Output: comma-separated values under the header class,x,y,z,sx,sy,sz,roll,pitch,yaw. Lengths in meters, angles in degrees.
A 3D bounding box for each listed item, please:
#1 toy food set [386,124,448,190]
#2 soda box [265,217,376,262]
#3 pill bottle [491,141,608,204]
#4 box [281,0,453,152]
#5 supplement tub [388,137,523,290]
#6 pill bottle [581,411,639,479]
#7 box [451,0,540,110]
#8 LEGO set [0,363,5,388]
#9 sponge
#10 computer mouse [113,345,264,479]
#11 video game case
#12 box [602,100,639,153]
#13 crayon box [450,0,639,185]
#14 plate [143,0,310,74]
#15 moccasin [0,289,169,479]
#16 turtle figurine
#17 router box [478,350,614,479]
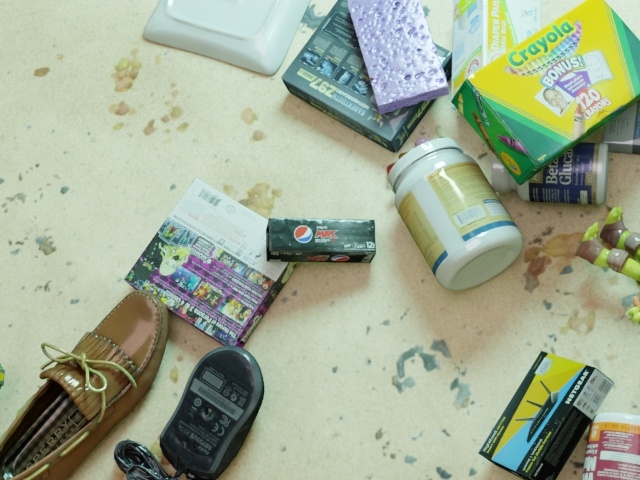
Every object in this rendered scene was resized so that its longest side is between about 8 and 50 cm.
class,x,y,z,sx,sy,sz,roll,pitch,yaw
toy food set,0.154,-0.130,1.893,0.122,0.019,0.078,-35,37,11
soda box,0.000,0.000,1.846,0.169,0.053,0.060,1,69,-8
pill bottle,0.350,-0.104,1.801,0.169,0.094,0.094,3,71,16
box,0.079,-0.277,1.956,0.233,0.059,0.183,31,80,22
supplement tub,0.201,-0.041,1.789,0.144,0.144,0.199,-29,66,3
pill bottle,0.411,0.353,1.600,0.121,0.121,0.221,7,72,17
box,0.277,-0.308,1.867,0.103,0.114,0.203,10,70,-19
LEGO set,-0.643,0.310,1.826,0.255,0.192,0.331,-1,73,34
sponge,0.123,-0.314,1.908,0.117,0.031,0.210,-17,67,6
computer mouse,-0.177,0.283,1.816,0.188,0.072,0.272,36,95,21
video game case,-0.169,0.038,1.912,0.232,0.042,0.210,29,78,22
box,0.536,-0.201,1.820,0.186,0.038,0.145,7,72,16
crayon box,0.352,-0.226,1.746,0.278,0.081,0.165,-35,80,-21
plate,-0.150,-0.450,2.089,0.278,0.045,0.277,19,76,20
moccasin,-0.378,0.233,1.838,0.139,0.147,0.380,41,84,24
turtle figurine,0.496,0.040,1.716,0.269,0.087,0.217,-38,60,-26
router box,0.315,0.251,1.664,0.179,0.046,0.133,-56,23,-10
